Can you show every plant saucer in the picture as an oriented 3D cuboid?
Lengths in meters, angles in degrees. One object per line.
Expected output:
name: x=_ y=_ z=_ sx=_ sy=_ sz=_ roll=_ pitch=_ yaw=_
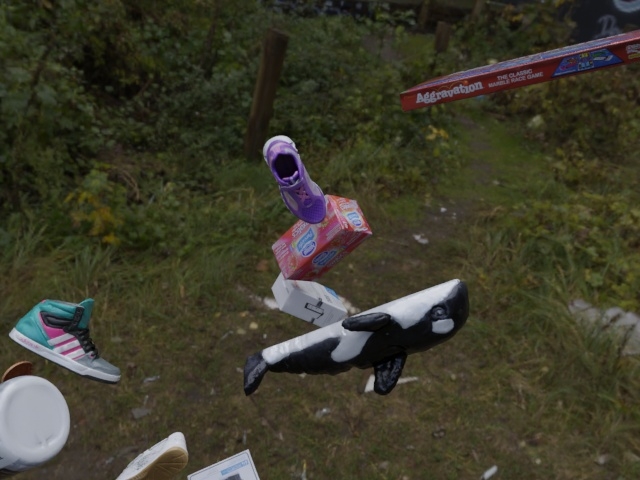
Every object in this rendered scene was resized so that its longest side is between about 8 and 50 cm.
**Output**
plant saucer: x=-0.804 y=0.354 z=1.485 sx=0.013 sy=0.083 sz=0.083 roll=34 pitch=36 yaw=24

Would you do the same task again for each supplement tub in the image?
supplement tub: x=-0.775 y=0.458 z=1.295 sx=0.338 sy=0.207 sz=0.207 roll=-25 pitch=23 yaw=18

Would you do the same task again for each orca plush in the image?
orca plush: x=0.048 y=0.142 z=0.669 sx=0.287 sy=0.102 sz=0.151 roll=-20 pitch=-10 yaw=0

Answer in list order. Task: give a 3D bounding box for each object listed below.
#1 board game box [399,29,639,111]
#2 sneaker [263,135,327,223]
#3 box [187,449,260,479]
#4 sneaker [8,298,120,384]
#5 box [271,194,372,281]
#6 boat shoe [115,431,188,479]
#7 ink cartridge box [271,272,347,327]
board game box: x=0.252 y=-0.208 z=0.679 sx=0.281 sy=0.027 sz=0.145 roll=-5 pitch=18 yaw=31
sneaker: x=-0.060 y=-0.135 z=1.342 sx=0.095 sy=0.236 sz=0.104 roll=-30 pitch=19 yaw=1
box: x=-0.200 y=0.690 z=1.374 sx=0.169 sy=0.087 sz=0.290 roll=-17 pitch=63 yaw=-17
sneaker: x=-0.631 y=0.245 z=1.479 sx=0.296 sy=0.178 sz=0.124 roll=33 pitch=-13 yaw=-19
box: x=0.000 y=0.000 z=1.566 sx=0.128 sy=0.257 sz=0.122 roll=8 pitch=50 yaw=-46
boat shoe: x=-0.455 y=0.605 z=1.467 sx=0.277 sy=0.098 sz=0.096 roll=-36 pitch=25 yaw=7
ink cartridge box: x=-0.037 y=0.184 z=1.737 sx=0.203 sy=0.086 sz=0.148 roll=26 pitch=13 yaw=-24
